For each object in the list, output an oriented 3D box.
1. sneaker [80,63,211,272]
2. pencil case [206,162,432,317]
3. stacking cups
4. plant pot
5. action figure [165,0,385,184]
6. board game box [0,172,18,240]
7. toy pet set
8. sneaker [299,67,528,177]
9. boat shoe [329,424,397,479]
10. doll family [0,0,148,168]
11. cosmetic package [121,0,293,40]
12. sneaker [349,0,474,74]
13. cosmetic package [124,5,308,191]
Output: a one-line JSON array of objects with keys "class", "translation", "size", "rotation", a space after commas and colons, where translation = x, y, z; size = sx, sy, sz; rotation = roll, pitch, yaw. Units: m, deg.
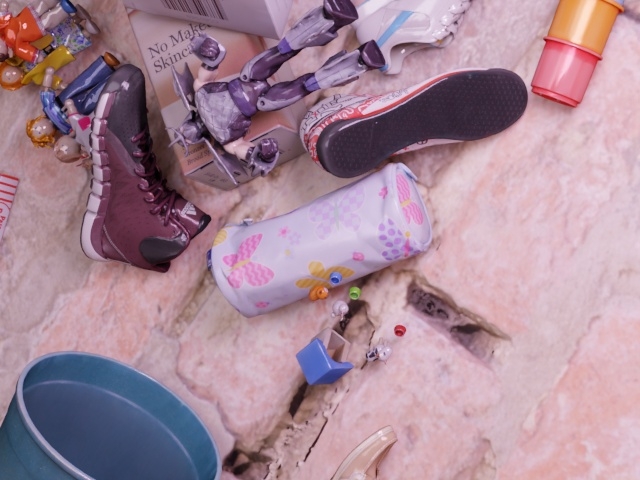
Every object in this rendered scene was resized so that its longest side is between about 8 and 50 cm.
[{"class": "sneaker", "translation": [-0.209, -0.082, 1.899], "size": [0.162, 0.106, 0.281], "rotation": [19, 123, 13]}, {"class": "pencil case", "translation": [0.000, 0.000, 1.813], "size": [0.273, 0.113, 0.124], "rotation": [-20, 50, 20]}, {"class": "stacking cups", "translation": [0.322, -0.315, 1.731], "size": [0.096, 0.096, 0.316], "rotation": [25, 93, 25]}, {"class": "plant pot", "translation": [-0.301, 0.320, 1.825], "size": [0.271, 0.271, 0.255], "rotation": [42, 113, 23]}, {"class": "action figure", "translation": [-0.071, -0.180, 1.729], "size": [0.285, 0.099, 0.185], "rotation": [-29, 99, 23]}, {"class": "board game box", "translation": [-0.532, -0.044, 2.087], "size": [0.193, 0.045, 0.147], "rotation": [17, 89, 25]}, {"class": "toy pet set", "translation": [0.022, 0.120, 1.783], "size": [0.122, 0.065, 0.114], "rotation": [39, 126, -16]}, {"class": "sneaker", "translation": [0.105, -0.157, 1.799], "size": [0.270, 0.145, 0.090], "rotation": [-20, 110, -11]}, {"class": "boat shoe", "translation": [0.045, 0.296, 1.780], "size": [0.059, 0.063, 0.170], "rotation": [44, 110, 20]}, {"class": "doll family", "translation": [-0.350, -0.211, 2.012], "size": [0.163, 0.118, 0.263], "rotation": [-35, 88, 9]}, {"class": "cosmetic package", "translation": [-0.102, -0.459, 1.791], "size": [0.217, 0.156, 0.385], "rotation": [12, 77, 10]}, {"class": "sneaker", "translation": [0.148, -0.292, 1.812], "size": [0.228, 0.087, 0.092], "rotation": [-32, 78, 24]}, {"class": "cosmetic package", "translation": [-0.134, -0.232, 1.895], "size": [0.153, 0.129, 0.296], "rotation": [-27, 72, 17]}]
